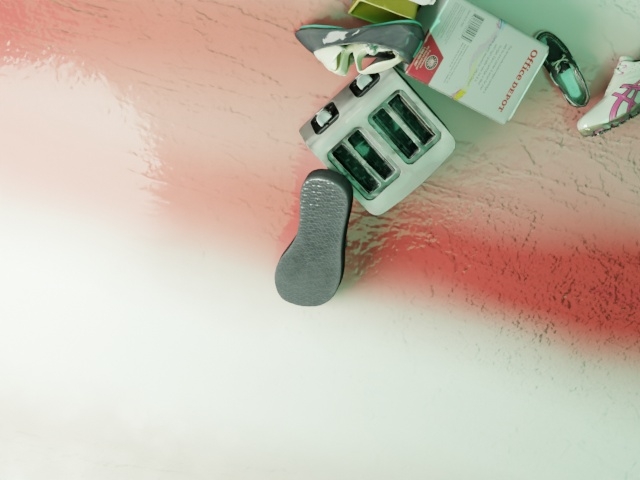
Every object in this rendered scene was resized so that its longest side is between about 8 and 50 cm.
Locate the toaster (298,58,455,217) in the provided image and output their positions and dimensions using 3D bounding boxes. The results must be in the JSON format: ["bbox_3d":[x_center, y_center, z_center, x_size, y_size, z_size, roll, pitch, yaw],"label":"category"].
[{"bbox_3d":[0.085,-0.141,1.601,0.168,0.110,0.185,-41,104,9],"label":"toaster"}]

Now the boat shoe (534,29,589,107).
[{"bbox_3d":[0.348,-0.245,1.622,0.046,0.038,0.125,-29,105,5],"label":"boat shoe"}]

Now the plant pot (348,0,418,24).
[{"bbox_3d":[0.093,-0.341,1.530,0.082,0.081,0.083,18,85,-8],"label":"plant pot"}]

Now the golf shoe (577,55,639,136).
[{"bbox_3d":[0.441,-0.219,1.626,0.186,0.067,0.086,-34,90,-2],"label":"golf shoe"}]

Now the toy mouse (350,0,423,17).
[{"bbox_3d":[0.084,-0.369,1.578,0.143,0.031,0.161,14,104,-7],"label":"toy mouse"}]

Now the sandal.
[{"bbox_3d":[0.001,0.000,1.627,0.097,0.054,0.254,22,130,4],"label":"sandal"}]

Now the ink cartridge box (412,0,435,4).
[{"bbox_3d":[0.111,-0.421,1.485,0.140,0.190,0.082,19,145,-8],"label":"ink cartridge box"}]

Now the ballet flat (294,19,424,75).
[{"bbox_3d":[0.046,-0.261,1.540,0.203,0.074,0.074,4,109,33],"label":"ballet flat"}]

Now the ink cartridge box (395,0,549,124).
[{"bbox_3d":[0.209,-0.259,1.577,0.175,0.072,0.127,24,103,-23],"label":"ink cartridge box"}]
